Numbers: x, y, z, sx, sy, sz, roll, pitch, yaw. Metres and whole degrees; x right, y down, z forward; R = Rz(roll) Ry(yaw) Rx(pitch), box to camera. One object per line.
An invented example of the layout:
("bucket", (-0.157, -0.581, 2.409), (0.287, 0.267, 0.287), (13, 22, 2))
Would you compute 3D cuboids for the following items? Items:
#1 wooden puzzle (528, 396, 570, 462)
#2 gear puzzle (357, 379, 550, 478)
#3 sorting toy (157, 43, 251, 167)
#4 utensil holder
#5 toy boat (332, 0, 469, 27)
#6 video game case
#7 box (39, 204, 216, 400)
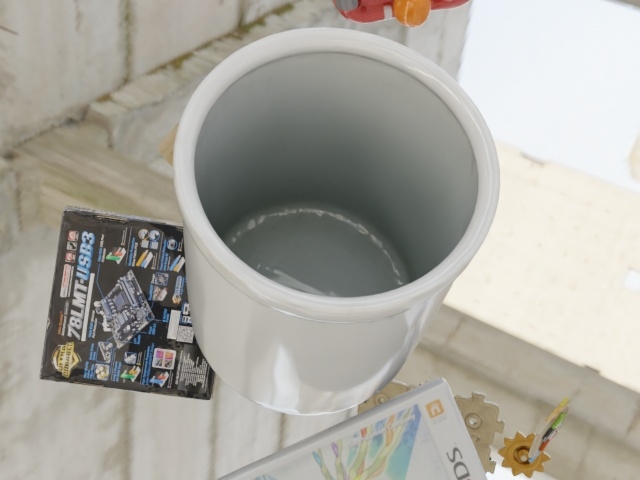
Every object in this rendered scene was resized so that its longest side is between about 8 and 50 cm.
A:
("wooden puzzle", (0.327, 0.272, 1.550), (0.078, 0.014, 0.116), (-41, -27, -22))
("gear puzzle", (0.226, 0.324, 1.867), (0.044, 0.338, 0.176), (-52, -28, -67))
("sorting toy", (-0.129, -0.181, 1.898), (0.257, 0.255, 0.089), (-47, -49, 4))
("utensil holder", (0.000, 0.000, 1.250), (0.328, 0.327, 0.385), (-55, -9, -23))
("toy boat", (0.132, -0.379, 1.637), (0.151, 0.231, 0.151), (79, 180, -52))
("video game case", (0.058, 0.367, 1.311), (0.328, 0.300, 0.036), (-24, 5, -7))
("box", (-0.307, 0.107, 1.845), (0.073, 0.293, 0.296), (-141, 59, -80))
